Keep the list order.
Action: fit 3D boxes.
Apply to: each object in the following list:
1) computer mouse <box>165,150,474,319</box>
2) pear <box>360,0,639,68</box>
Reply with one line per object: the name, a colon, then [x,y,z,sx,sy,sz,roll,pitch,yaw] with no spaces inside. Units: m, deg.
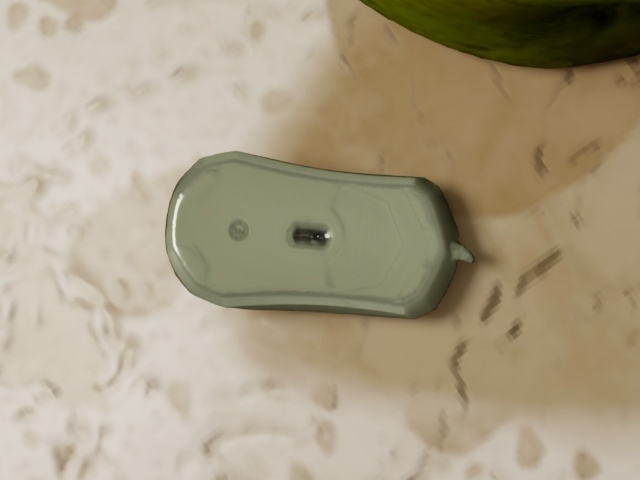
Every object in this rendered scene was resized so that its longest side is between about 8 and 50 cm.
computer mouse: [0.000,0.000,0.592,0.110,0.032,0.056,6,86,1]
pear: [0.078,-0.177,0.527,0.286,0.176,0.282,-31,82,7]
